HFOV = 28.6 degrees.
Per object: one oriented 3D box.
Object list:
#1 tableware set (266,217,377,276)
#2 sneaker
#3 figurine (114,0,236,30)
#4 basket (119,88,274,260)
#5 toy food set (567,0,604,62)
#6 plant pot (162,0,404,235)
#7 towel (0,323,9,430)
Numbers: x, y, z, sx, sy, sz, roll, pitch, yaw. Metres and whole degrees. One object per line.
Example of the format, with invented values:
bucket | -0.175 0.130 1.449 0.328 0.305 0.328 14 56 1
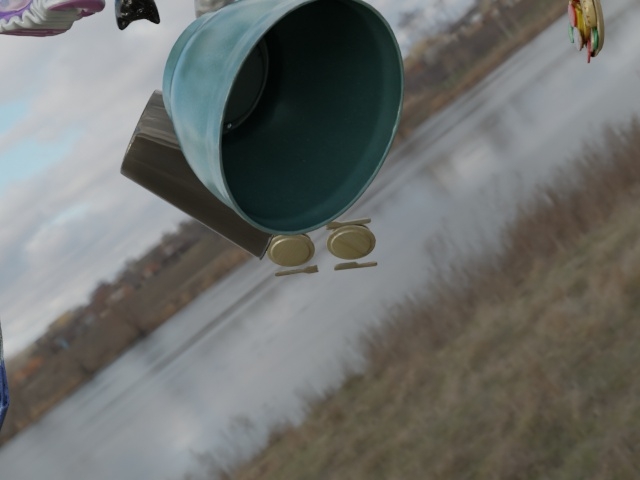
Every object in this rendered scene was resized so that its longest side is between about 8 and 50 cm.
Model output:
tableware set | 0.000 0.000 2.223 0.194 0.128 0.039 -6 47 4
sneaker | -0.361 -0.329 1.637 0.095 0.104 0.236 -8 -1 -39
figurine | -0.233 -0.434 1.952 0.215 0.209 0.092 -1 22 10
basket | -0.147 -0.103 1.724 0.154 0.227 0.204 -76 10 -63
toy food set | 0.269 -0.224 1.276 0.020 0.082 0.083 -11 29 -1
plant pot | -0.068 -0.176 1.530 0.293 0.293 0.196 -39 44 -24
towel | -0.402 0.115 1.457 0.034 0.285 0.209 1 -36 -24
